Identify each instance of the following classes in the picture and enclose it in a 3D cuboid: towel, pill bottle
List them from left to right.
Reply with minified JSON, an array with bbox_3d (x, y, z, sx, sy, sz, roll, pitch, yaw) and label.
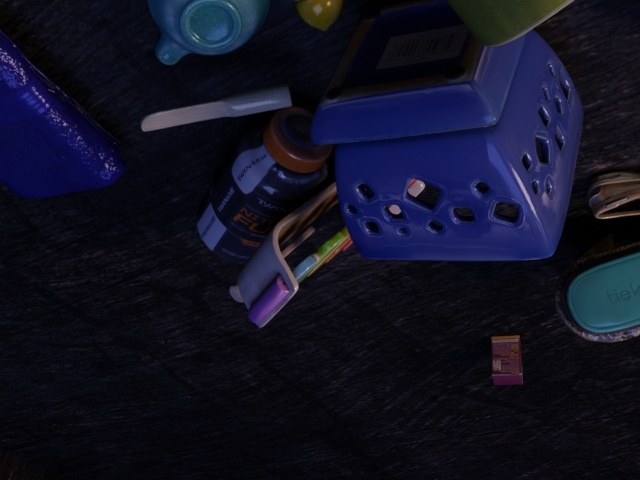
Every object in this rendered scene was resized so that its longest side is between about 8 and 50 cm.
[{"bbox_3d":[-0.433,-0.181,1.010,0.228,0.076,0.308,-5,143,29],"label":"towel"},{"bbox_3d":[-0.074,-0.077,1.022,0.131,0.130,0.245,21,143,-17],"label":"pill bottle"}]

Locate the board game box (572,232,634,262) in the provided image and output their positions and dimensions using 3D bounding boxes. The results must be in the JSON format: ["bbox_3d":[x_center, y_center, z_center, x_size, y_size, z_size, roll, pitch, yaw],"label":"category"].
[{"bbox_3d":[0.500,0.056,1.164,0.181,0.043,0.092,19,143,-15],"label":"board game box"}]

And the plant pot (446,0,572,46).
[{"bbox_3d":[0.114,-0.345,0.544,0.294,0.274,0.275,39,136,-13],"label":"plant pot"}]

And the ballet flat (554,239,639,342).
[{"bbox_3d":[0.558,0.017,0.995,0.483,0.164,0.182,-20,174,24],"label":"ballet flat"}]

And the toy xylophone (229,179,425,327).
[{"bbox_3d":[0.000,0.000,1.024,0.081,0.323,0.236,48,147,5],"label":"toy xylophone"}]

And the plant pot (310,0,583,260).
[{"bbox_3d":[0.136,-0.131,0.805,0.236,0.236,0.212,-1,138,33],"label":"plant pot"}]

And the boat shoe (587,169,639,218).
[{"bbox_3d":[0.460,-0.058,0.991,0.190,0.072,0.068,-10,140,23],"label":"boat shoe"}]

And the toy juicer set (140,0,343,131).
[{"bbox_3d":[-0.087,-0.258,0.827,0.209,0.089,0.329,3,137,-15],"label":"toy juicer set"}]

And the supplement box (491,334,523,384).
[{"bbox_3d":[0.349,0.224,1.388,0.055,0.083,0.043,-5,142,19],"label":"supplement box"}]
